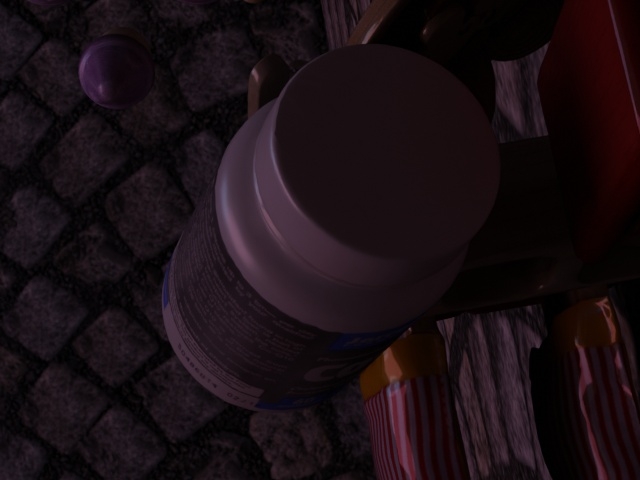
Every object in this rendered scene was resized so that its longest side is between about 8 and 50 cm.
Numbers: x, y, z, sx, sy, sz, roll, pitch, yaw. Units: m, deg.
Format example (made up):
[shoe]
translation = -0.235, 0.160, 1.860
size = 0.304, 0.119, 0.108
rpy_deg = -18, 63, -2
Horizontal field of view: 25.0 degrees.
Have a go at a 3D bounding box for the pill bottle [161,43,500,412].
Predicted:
[pill bottle]
translation = 0.000, 0.000, 0.444
size = 0.137, 0.078, 0.078
rpy_deg = 127, 135, -64

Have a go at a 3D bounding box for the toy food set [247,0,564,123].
[toy food set]
translation = 0.057, -0.074, 0.529
size = 0.038, 0.192, 0.132
rpy_deg = 46, 164, 16

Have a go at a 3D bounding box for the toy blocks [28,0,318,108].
[toy blocks]
translation = -0.050, -0.179, 0.899
size = 0.260, 0.288, 0.309
rpy_deg = -93, -3, -67

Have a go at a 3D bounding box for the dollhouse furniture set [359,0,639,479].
[dollhouse furniture set]
translation = 0.081, 0.064, 0.507
size = 0.374, 0.152, 0.201
rpy_deg = 88, 171, -73
